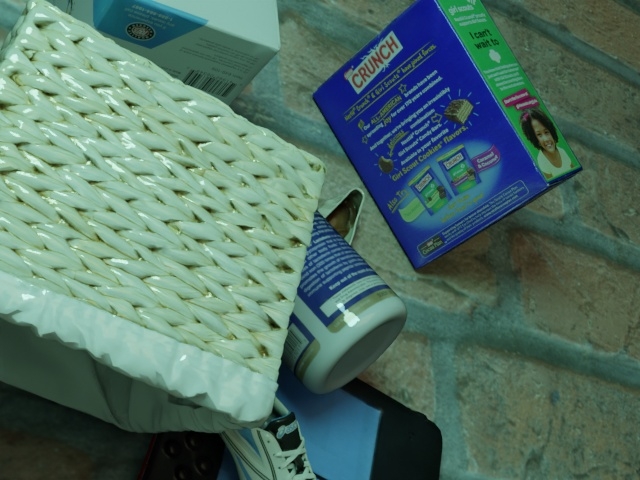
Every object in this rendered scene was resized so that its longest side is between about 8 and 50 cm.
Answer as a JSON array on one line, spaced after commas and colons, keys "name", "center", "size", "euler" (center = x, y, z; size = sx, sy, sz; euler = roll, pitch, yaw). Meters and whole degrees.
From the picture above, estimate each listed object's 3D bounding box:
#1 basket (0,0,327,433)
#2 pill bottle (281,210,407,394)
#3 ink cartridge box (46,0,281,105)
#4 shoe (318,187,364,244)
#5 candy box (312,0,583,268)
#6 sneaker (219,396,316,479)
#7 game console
[{"name": "basket", "center": [-0.212, 0.008, 0.882], "size": [0.331, 0.328, 0.266], "euler": [28, 66, -22]}, {"name": "pill bottle", "center": [-0.034, 0.041, 1.127], "size": [0.153, 0.153, 0.265], "euler": [-21, 61, -44]}, {"name": "ink cartridge box", "center": [-0.206, -0.251, 1.115], "size": [0.198, 0.270, 0.197], "euler": [14, 56, -32]}, {"name": "shoe", "center": [0.000, 0.000, 1.278], "size": [0.076, 0.058, 0.219], "euler": [44, 46, -9]}, {"name": "candy box", "center": [0.177, -0.162, 1.367], "size": [0.122, 0.268, 0.317], "euler": [-24, 82, -48]}, {"name": "sneaker", "center": [-0.044, 0.241, 1.012], "size": [0.085, 0.086, 0.237], "euler": [-22, 78, -49]}, {"name": "game console", "center": [-0.021, 0.282, 1.098], "size": [0.386, 0.060, 0.342], "euler": [33, 49, -20]}]
